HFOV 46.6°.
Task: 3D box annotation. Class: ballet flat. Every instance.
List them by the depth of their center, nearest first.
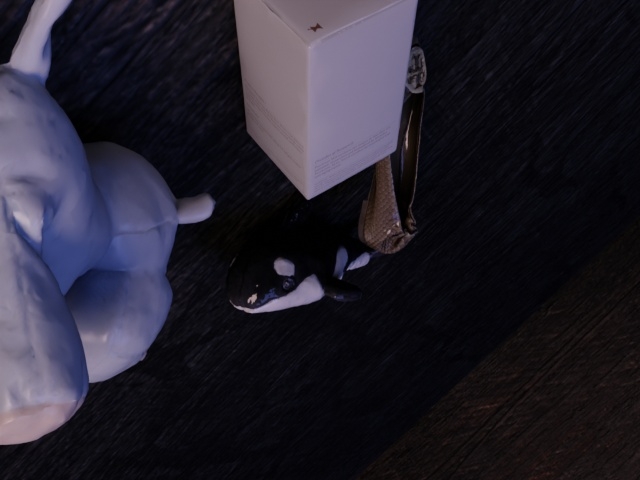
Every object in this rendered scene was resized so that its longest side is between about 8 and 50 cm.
[{"bbox_3d":[0.085,-0.093,0.785,0.084,0.058,0.249,-25,131,-42],"label":"ballet flat"}]

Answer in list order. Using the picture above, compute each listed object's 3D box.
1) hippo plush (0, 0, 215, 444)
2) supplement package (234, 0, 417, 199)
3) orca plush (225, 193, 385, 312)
[{"bbox_3d":[-0.214,-0.007,0.500,0.236,0.235,0.294,12,82,-78],"label":"hippo plush"},{"bbox_3d":[0.002,-0.142,0.619,0.105,0.105,0.179,-30,152,-19],"label":"supplement package"},{"bbox_3d":[0.000,0.000,0.835,0.287,0.151,0.102,-7,110,-46],"label":"orca plush"}]
